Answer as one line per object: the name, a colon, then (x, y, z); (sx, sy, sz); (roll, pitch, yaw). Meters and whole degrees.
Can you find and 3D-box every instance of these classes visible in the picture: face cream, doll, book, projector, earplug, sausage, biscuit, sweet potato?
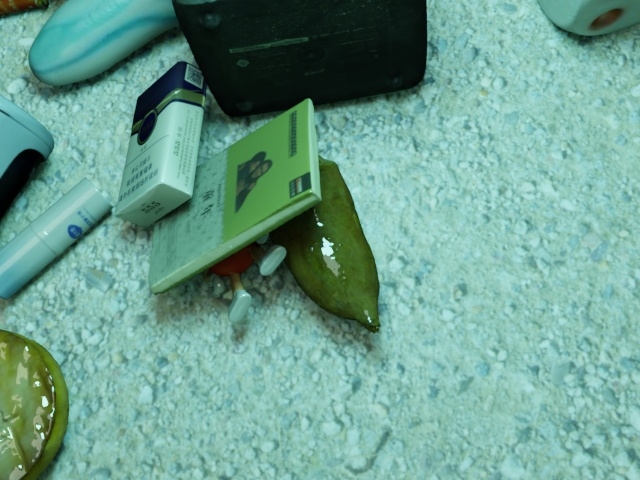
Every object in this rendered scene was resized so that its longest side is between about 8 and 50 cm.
face cream: (-0.489, -0.004, 1.511); (0.250, 0.077, 0.077); (-43, 71, -8)
doll: (-0.150, 0.016, 1.446); (0.183, 0.085, 0.217); (-56, 49, 17)
book: (-0.150, -0.075, 1.403); (0.352, 0.035, 0.239); (-29, 42, 25)
projector: (-0.026, -0.405, 1.420); (0.395, 0.405, 0.242); (-7, 70, 4)
earplug: (-0.409, -0.407, 1.600); (0.324, 0.185, 0.185); (-37, 71, -1)
sausage: (-0.683, -0.483, 1.705); (0.264, 0.083, 0.083); (-12, 70, 4)
biscuit: (-0.558, 0.292, 1.406); (0.297, 0.102, 0.296); (-3, 70, 9)
sweet potato: (0.000, 0.000, 1.421); (0.158, 0.158, 0.369); (-23, 77, -1)

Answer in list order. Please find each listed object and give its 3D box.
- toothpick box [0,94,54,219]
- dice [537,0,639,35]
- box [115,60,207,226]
toothpick box: (-0.666, -0.096, 1.477); (0.263, 0.263, 0.354); (24, 77, 14)
dice: (0.514, -0.520, 1.477); (0.251, 0.259, 0.243); (-20, 72, -1)
box: (-0.277, -0.170, 1.487); (0.168, 0.071, 0.259); (-28, 51, 44)
